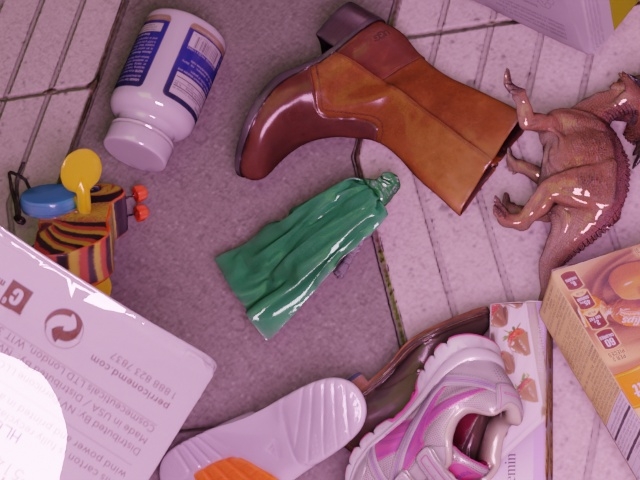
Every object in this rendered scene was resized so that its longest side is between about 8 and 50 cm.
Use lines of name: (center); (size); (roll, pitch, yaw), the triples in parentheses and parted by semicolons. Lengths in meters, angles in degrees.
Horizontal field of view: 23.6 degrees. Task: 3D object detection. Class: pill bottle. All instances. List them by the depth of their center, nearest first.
pill bottle: (-0.200, -0.187, 1.923); (0.112, 0.112, 0.186); (11, 67, 24)

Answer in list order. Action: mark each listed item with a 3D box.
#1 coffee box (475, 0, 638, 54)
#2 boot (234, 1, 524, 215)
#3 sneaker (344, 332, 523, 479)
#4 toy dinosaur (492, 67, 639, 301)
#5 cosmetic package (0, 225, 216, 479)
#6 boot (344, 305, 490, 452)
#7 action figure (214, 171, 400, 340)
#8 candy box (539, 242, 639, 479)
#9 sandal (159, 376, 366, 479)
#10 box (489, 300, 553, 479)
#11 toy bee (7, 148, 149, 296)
coffee box: (0.261, -0.490, 1.795); (0.338, 0.338, 0.334); (32, 76, 29)
boot: (0.068, -0.115, 1.832); (0.280, 0.096, 0.264); (38, 78, 19)
sneaker: (0.114, 0.221, 1.556); (0.252, 0.103, 0.111); (-59, 32, 16)
toy dinosaur: (0.300, -0.081, 1.696); (0.200, 0.127, 0.295); (3, 70, 13)
cosmetic package: (-0.366, 0.178, 1.555); (0.329, 0.394, 0.327); (35, 74, -14)
boot: (0.112, 0.165, 1.664); (0.219, 0.082, 0.106); (-33, 75, 1)
action figure: (0.000, 0.000, 1.773); (0.232, 0.063, 0.137); (-39, 60, 7)
candy box: (0.375, 0.147, 1.532); (0.183, 0.087, 0.316); (-17, 56, -15)
sandal: (-0.052, 0.228, 1.666); (0.265, 0.076, 0.102); (-28, 82, 21)
box: (0.208, 0.220, 1.595); (0.063, 0.067, 0.324); (-4, 61, 16)
toy bee: (-0.281, -0.033, 1.843); (0.162, 0.195, 0.298); (-8, 45, -14)
